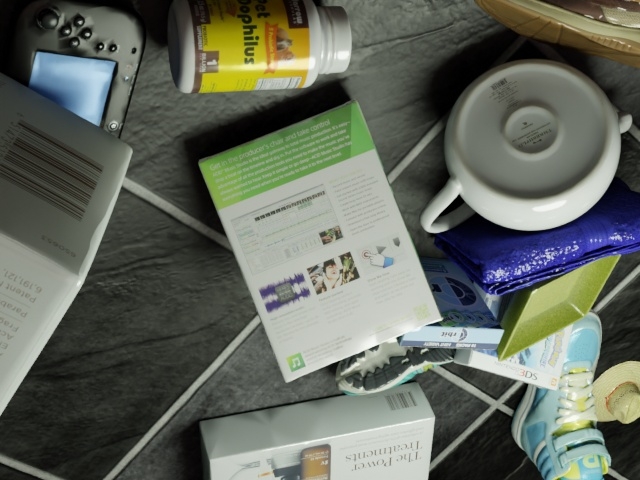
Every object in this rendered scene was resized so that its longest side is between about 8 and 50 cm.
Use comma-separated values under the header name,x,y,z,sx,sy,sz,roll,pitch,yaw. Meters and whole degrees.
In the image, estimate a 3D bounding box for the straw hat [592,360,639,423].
name,x,y,z,sx,sy,sz,roll,pitch,yaw
straw hat,0.549,0.292,1.993,0.144,0.061,0.144,-10,126,-13

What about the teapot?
name,x,y,z,sx,sy,sz,roll,pitch,yaw
teapot,0.288,-0.113,1.541,0.256,0.252,0.187,13,164,13

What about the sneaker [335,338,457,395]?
name,x,y,z,sx,sy,sz,roll,pitch,yaw
sneaker,0.147,0.171,1.765,0.275,0.107,0.110,-20,161,-13

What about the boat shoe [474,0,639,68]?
name,x,y,z,sx,sy,sz,roll,pitch,yaw
boat shoe,0.374,-0.315,1.463,0.342,0.123,0.123,15,89,-1

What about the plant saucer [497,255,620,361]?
name,x,y,z,sx,sy,sz,roll,pitch,yaw
plant saucer,0.347,0.081,1.657,0.188,0.045,0.188,-24,149,-27

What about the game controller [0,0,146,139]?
name,x,y,z,sx,sy,sz,roll,pitch,yaw
game controller,-0.325,-0.156,1.378,0.166,0.067,0.319,8,121,-24

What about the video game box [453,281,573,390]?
name,x,y,z,sx,sy,sz,roll,pitch,yaw
video game box,0.316,0.117,1.741,0.187,0.048,0.205,18,84,-31

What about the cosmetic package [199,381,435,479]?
name,x,y,z,sx,sy,sz,roll,pitch,yaw
cosmetic package,-0.007,0.401,1.859,0.377,0.097,0.284,-9,129,-13

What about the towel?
name,x,y,z,sx,sy,sz,roll,pitch,yaw
towel,0.340,-0.008,1.608,0.308,0.227,0.076,-14,106,-8

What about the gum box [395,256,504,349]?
name,x,y,z,sx,sy,sz,roll,pitch,yaw
gum box,0.163,0.089,1.641,0.157,0.184,0.041,5,122,-21

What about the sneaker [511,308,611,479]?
name,x,y,z,sx,sy,sz,roll,pitch,yaw
sneaker,0.433,0.283,1.854,0.127,0.208,0.319,-3,124,-16

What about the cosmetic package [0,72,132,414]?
name,x,y,z,sx,sy,sz,roll,pitch,yaw
cosmetic package,-0.463,0.029,1.241,0.327,0.329,0.394,29,114,-15

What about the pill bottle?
name,x,y,z,sx,sy,sz,roll,pitch,yaw
pill bottle,-0.076,-0.245,1.369,0.215,0.117,0.117,-5,125,-16

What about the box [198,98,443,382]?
name,x,y,z,sx,sy,sz,roll,pitch,yaw
box,0.000,0.000,1.497,0.232,0.058,0.322,-21,93,-3
